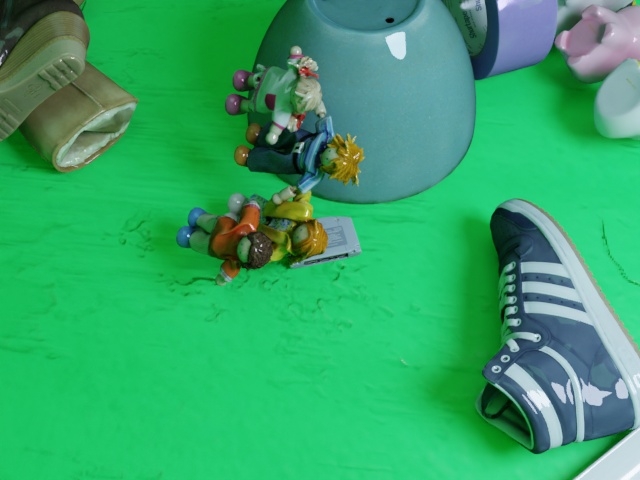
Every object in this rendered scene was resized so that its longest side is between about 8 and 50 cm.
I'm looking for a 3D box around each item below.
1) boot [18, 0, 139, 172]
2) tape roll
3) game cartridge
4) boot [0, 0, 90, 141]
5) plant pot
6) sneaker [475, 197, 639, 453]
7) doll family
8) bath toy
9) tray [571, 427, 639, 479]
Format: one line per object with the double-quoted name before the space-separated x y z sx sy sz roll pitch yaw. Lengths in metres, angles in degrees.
"boot" -0.323 -0.236 1.109 0.236 0.089 0.269 -45 64 -12
"tape roll" 0.215 -0.304 1.085 0.080 0.189 0.189 -17 57 -12
"game cartridge" 0.000 0.000 0.981 0.083 0.017 0.056 -11 59 -7
"boot" -0.395 -0.221 1.037 0.248 0.090 0.207 -26 50 3
"plant pot" 0.051 -0.217 1.022 0.290 0.195 0.290 0 55 0
"sneaker" 0.203 0.082 0.873 0.153 0.099 0.282 -20 54 -7
"doll family" -0.035 -0.067 0.923 0.163 0.118 0.263 16 88 48
"bath toy" 0.374 -0.260 1.101 0.151 0.129 0.348 -38 48 28
"tray" 0.348 0.236 0.806 0.270 0.030 0.145 -31 60 -19
